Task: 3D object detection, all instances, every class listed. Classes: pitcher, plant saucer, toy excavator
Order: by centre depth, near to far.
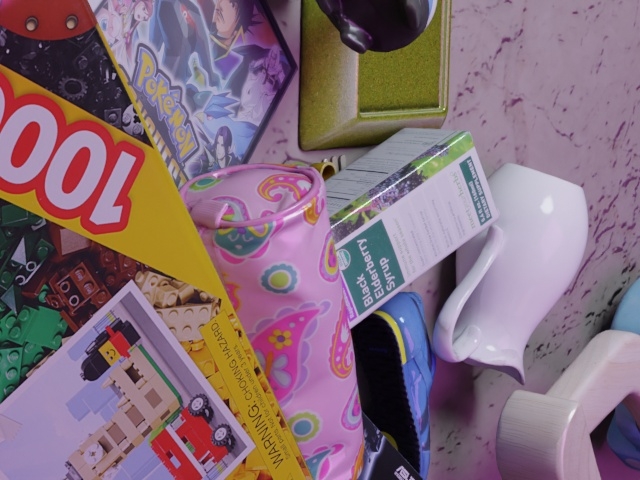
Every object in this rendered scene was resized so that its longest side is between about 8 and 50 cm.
[{"bbox_3d":[0.062,-0.179,1.498,0.188,0.045,0.188,-9,103,-47],"label":"plant saucer"},{"bbox_3d":[0.179,0.029,1.598,0.178,0.125,0.207,18,92,-64],"label":"pitcher"},{"bbox_3d":[0.378,0.152,1.769,0.445,0.222,0.433,45,64,-42],"label":"toy excavator"}]

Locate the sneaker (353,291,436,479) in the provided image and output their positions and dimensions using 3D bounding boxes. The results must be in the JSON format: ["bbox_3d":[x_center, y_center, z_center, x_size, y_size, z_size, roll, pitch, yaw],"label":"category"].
[{"bbox_3d":[0.086,0.151,1.568,0.082,0.069,0.209,-26,115,-46],"label":"sneaker"}]

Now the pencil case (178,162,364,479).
[{"bbox_3d":[-0.037,0.080,1.288,0.124,0.124,0.284,-32,126,-39],"label":"pencil case"}]

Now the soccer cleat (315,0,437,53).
[{"bbox_3d":[-0.012,-0.298,1.285,0.331,0.116,0.143,56,27,-30],"label":"soccer cleat"}]

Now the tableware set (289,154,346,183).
[{"bbox_3d":[0.000,0.000,1.479,0.104,0.024,0.154,-15,108,-45],"label":"tableware set"}]

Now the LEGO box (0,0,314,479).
[{"bbox_3d":[-0.253,0.099,1.038,0.372,0.193,0.500,-37,125,-21],"label":"LEGO box"}]

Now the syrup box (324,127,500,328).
[{"bbox_3d":[0.037,-0.004,1.432,0.237,0.096,0.093,-35,115,-29],"label":"syrup box"}]

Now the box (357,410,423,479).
[{"bbox_3d":[-0.004,0.229,1.477,0.180,0.077,0.147,51,60,-39],"label":"box"}]

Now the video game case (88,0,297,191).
[{"bbox_3d":[-0.121,-0.146,1.257,0.248,0.035,0.275,-65,143,-33],"label":"video game case"}]
